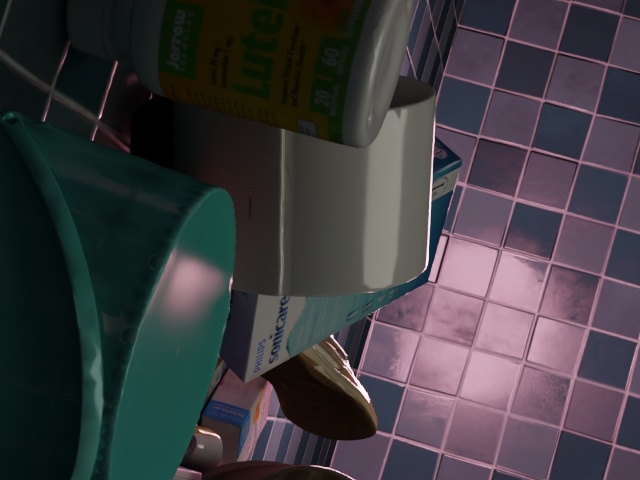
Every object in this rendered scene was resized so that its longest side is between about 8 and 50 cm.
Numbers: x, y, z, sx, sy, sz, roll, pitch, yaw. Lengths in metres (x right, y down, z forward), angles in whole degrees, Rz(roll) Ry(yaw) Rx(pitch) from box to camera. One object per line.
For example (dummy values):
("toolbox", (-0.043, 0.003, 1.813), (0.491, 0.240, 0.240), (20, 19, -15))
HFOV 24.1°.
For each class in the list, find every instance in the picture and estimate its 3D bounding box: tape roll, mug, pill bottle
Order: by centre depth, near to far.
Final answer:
("pill bottle", (-0.063, -0.165, 1.149), (0.136, 0.245, 0.136), (15, 90, -80))
("tape roll", (-0.017, -0.062, 1.397), (0.246, 0.246, 0.169), (-50, 143, -69))
("mug", (-0.165, 0.252, 1.866), (0.062, 0.078, 0.064), (-42, 159, 0))

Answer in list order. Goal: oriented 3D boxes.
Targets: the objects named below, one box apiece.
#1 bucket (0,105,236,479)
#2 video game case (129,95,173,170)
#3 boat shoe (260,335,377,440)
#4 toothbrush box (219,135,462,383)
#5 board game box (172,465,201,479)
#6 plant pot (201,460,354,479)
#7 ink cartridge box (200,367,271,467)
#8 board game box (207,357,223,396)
("bucket", (-0.180, 0.057, 1.018), (0.281, 0.183, 0.281), (14, 90, -80))
("video game case", (-0.140, -0.018, 1.481), (0.196, 0.026, 0.274), (-54, 147, -65))
("boat shoe", (-0.014, 0.164, 2.065), (0.341, 0.121, 0.110), (52, 36, -44))
("toothbrush box", (0.000, 0.000, 1.722), (0.295, 0.126, 0.216), (-29, 148, -31))
("board game box", (-0.232, 0.363, 1.520), (0.308, 0.086, 0.302), (62, 45, -77))
("plant pot", (-0.043, 0.385, 1.723), (0.280, 0.323, 0.323), (127, -14, -60))
("ink cartridge box", (-0.113, 0.237, 2.086), (0.181, 0.061, 0.104), (-62, 164, -56))
("board game box", (-0.169, 0.146, 1.477), (0.154, 0.103, 0.026), (-55, 158, -65))
